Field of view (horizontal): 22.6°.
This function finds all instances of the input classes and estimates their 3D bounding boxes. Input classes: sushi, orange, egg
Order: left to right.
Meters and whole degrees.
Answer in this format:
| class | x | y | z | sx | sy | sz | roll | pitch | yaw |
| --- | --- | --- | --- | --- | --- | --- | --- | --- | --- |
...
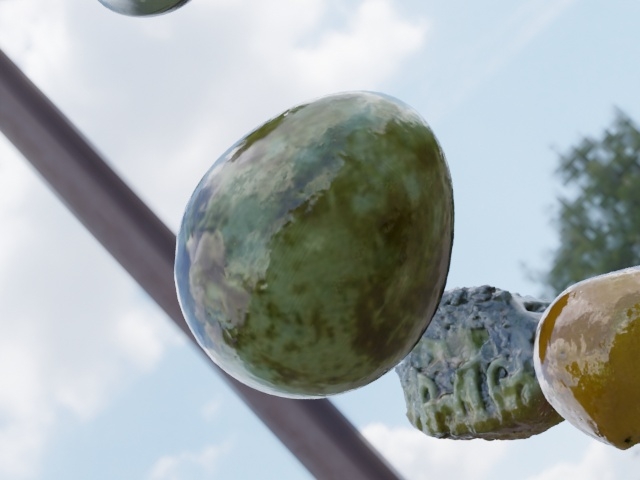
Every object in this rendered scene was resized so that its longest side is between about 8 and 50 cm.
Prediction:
| class | x | y | z | sx | sy | sz | roll | pitch | yaw |
| --- | --- | --- | --- | --- | --- | --- | --- | --- | --- |
| egg | 0.000 | 0.000 | 1.399 | 0.238 | 0.238 | 0.289 | -5 | -54 | -61 |
| sushi | 0.213 | 0.150 | 1.947 | 0.274 | 0.184 | 0.139 | -11 | -16 | 39 |
| orange | 0.235 | 0.087 | 1.179 | 0.155 | 0.134 | 0.154 | -5 | -13 | -1 |

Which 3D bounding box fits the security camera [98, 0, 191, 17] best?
| class | x | y | z | sx | sy | sz | roll | pitch | yaw |
| --- | --- | --- | --- | --- | --- | --- | --- | --- | --- |
| security camera | -0.247 | -0.353 | 1.708 | 0.191 | 0.197 | 0.277 | -11 | -9 | 29 |
